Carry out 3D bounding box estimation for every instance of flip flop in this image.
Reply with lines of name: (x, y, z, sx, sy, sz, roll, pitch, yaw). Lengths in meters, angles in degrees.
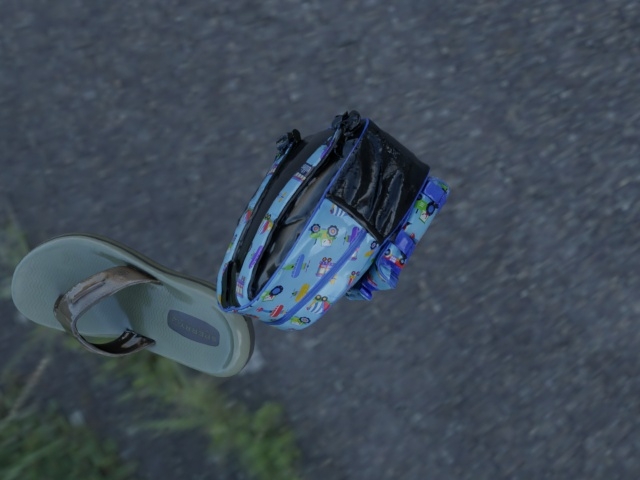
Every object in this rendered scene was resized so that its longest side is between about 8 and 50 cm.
flip flop: (-0.191, 0.071, 1.682, 0.277, 0.080, 0.112, 18, 122, 28)

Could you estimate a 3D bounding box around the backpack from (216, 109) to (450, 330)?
backpack: (0.000, 0.000, 1.390, 0.117, 0.173, 0.158, 35, 163, -17)
